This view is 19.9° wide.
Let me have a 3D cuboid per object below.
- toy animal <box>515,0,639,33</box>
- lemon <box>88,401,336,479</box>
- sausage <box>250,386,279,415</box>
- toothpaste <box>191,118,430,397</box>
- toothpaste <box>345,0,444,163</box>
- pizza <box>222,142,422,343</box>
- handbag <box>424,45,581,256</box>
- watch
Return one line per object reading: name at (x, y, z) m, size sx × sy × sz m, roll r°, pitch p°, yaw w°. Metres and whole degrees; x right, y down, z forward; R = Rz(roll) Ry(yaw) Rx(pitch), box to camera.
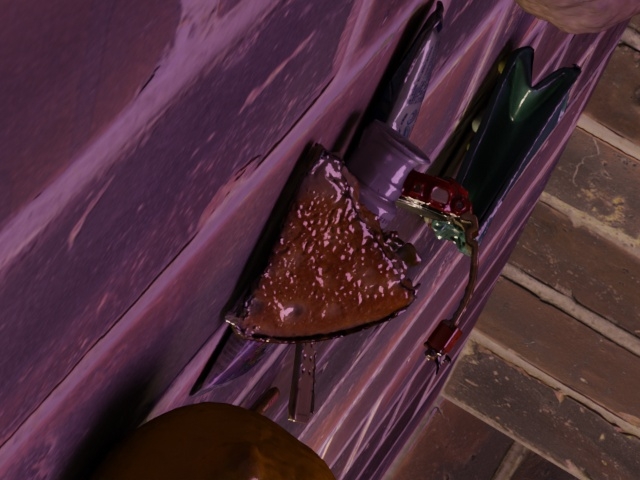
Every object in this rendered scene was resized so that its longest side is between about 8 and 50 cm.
toy animal at (0.256, -0.308, 1.643) m, size 0.358 × 0.188 × 0.226 m, roll -42°, pitch 150°, yaw -59°
lemon at (-0.088, 0.243, 1.451) m, size 0.228 × 0.228 × 0.253 m, roll -55°, pitch 166°, yaw -22°
sausage at (-0.068, 0.188, 2.021) m, size 0.100 × 0.015 × 0.015 m, roll -45°, pitch 163°, yaw -56°
toothpaste at (-0.013, 0.026, 1.671) m, size 0.299 × 0.073 × 0.114 m, roll -53°, pitch 171°, yaw 12°
toothpaste at (0.060, -0.096, 1.710) m, size 0.069 × 0.047 × 0.268 m, roll -9°, pitch 129°, yaw -54°
pizza at (0.000, 0.000, 1.584) m, size 0.052 × 0.185 × 0.195 m, roll -123°, pitch -153°, yaw -55°
handbag at (0.229, -0.120, 2.392) m, size 0.274 × 0.100 × 0.269 m, roll -58°, pitch 174°, yaw -1°
watch at (0.067, 0.058, 1.797) m, size 0.102 × 0.165 × 0.268 m, roll 48°, pitch 51°, yaw -80°
